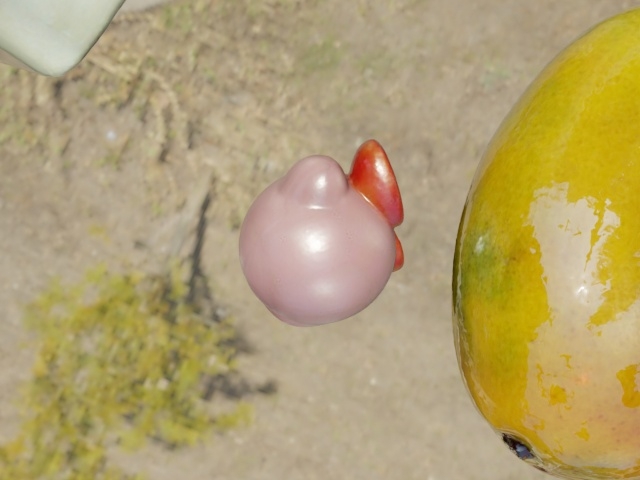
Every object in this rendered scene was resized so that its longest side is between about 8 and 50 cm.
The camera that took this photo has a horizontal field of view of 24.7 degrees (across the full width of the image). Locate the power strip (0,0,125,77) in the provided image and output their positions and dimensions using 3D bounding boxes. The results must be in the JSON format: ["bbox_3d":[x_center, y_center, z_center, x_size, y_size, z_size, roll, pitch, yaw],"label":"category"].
[{"bbox_3d":[-0.127,-0.123,0.528,0.058,0.098,0.338,35,175,-28],"label":"power strip"}]

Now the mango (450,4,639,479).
[{"bbox_3d":[0.098,0.001,0.490,0.111,0.163,0.089,-3,-177,-25],"label":"mango"}]

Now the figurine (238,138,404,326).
[{"bbox_3d":[0.000,0.000,0.626,0.071,0.067,0.083,-19,133,-12],"label":"figurine"}]
